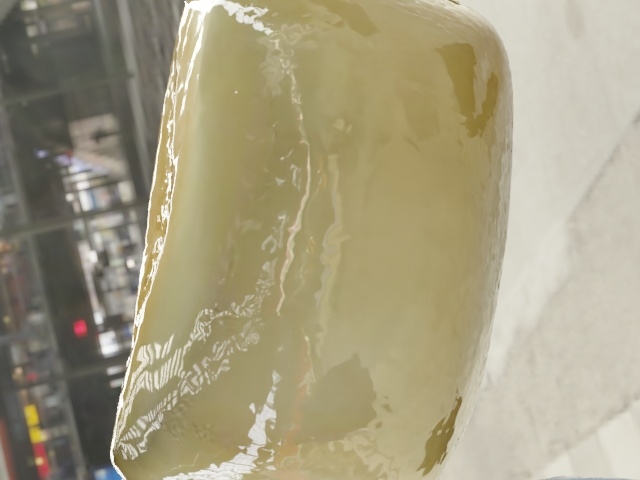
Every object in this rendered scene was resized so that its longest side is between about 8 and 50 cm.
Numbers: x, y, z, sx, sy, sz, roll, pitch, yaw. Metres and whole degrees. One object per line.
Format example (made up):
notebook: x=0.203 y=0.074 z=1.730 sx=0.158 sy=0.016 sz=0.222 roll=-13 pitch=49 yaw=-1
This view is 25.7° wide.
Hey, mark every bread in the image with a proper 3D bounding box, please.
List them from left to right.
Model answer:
bread: x=0.000 y=0.000 z=0.982 sx=0.348 sy=0.253 sz=0.375 roll=119 pitch=157 yaw=-75

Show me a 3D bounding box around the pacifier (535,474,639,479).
pacifier: x=0.129 y=0.240 z=0.674 sx=0.207 sy=0.228 sz=0.279 roll=-79 pitch=-22 yaw=-49
